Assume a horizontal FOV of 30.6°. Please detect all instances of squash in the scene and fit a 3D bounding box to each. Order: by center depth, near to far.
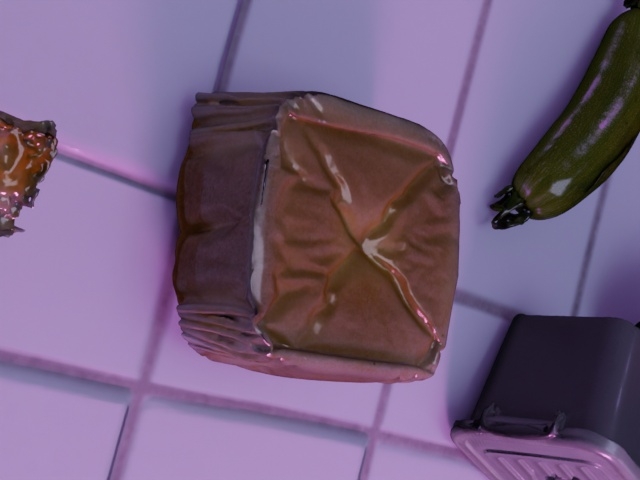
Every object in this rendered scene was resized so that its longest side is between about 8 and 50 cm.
[{"bbox_3d":[0.256,-0.115,1.071,0.318,0.071,0.080,-55,129,-24],"label":"squash"}]

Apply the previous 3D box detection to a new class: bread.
[{"bbox_3d":[-0.002,0.000,0.807,0.210,0.110,0.192,7,85,-46],"label":"bread"}]

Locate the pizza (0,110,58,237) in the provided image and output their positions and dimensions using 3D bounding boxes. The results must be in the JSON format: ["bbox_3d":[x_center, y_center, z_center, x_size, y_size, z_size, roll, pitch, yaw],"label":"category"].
[{"bbox_3d":[-0.254,-0.057,0.562,0.223,0.089,0.323,-38,123,-28],"label":"pizza"}]

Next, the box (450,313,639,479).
[{"bbox_3d":[0.244,0.173,1.055,0.243,0.163,0.135,46,56,-37],"label":"box"}]

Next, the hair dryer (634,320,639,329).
[{"bbox_3d":[0.370,0.228,1.166,0.156,0.284,0.320,1,61,-57],"label":"hair dryer"}]
